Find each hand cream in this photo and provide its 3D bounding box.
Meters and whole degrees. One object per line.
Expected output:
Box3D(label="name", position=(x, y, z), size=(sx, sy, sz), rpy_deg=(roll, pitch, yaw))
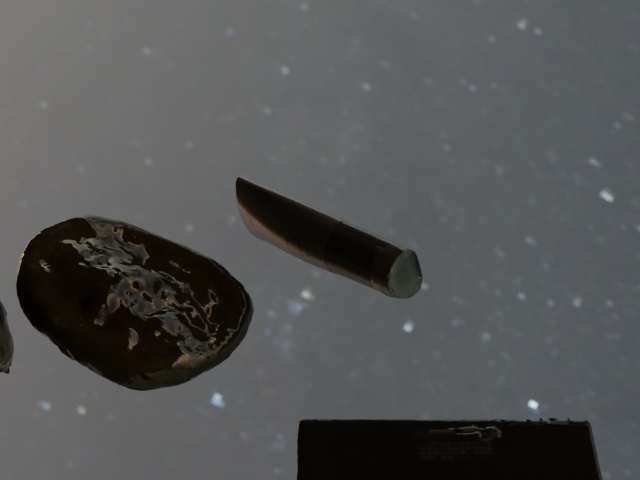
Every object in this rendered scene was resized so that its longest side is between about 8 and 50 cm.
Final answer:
Box3D(label="hand cream", position=(0.000, 0.000, 1.800), size=(0.048, 0.079, 0.255), rpy_deg=(-32, -145, -27))

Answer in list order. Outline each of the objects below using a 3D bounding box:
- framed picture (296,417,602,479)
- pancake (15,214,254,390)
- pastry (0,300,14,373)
Box3D(label="framed picture", position=(0.106, 0.247, 1.422), size=(0.339, 0.255, 0.014), rpy_deg=(-91, 180, -58))
Box3D(label="pancake", position=(-0.173, 0.048, 1.738), size=(0.242, 0.241, 0.050), rpy_deg=(-109, -148, -48))
Box3D(label="pastry", position=(-0.416, 0.056, 1.744), size=(0.256, 0.236, 0.170), rpy_deg=(-6, -94, 29))
